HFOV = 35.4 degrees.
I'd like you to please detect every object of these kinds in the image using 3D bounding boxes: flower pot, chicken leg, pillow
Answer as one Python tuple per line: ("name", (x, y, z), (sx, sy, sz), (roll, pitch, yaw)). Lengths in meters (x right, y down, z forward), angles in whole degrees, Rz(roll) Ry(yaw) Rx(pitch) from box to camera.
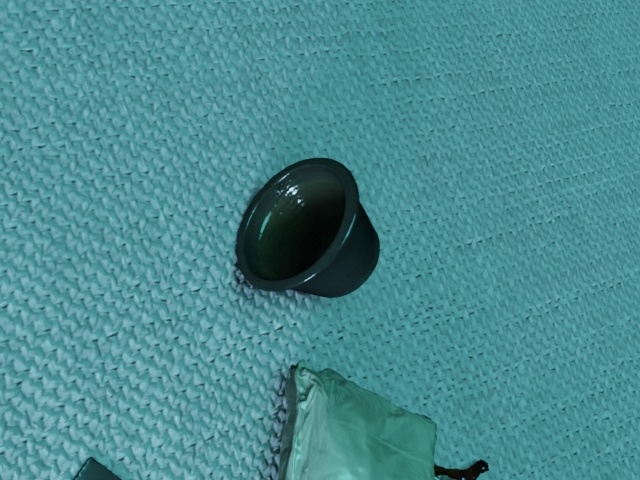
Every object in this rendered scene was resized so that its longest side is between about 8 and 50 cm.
("flower pot", (0.000, 0.000, 1.604), (0.148, 0.235, 0.235), (36, 52, -44))
("chicken leg", (0.205, 0.396, 1.680), (0.205, 0.053, 0.093), (22, 46, -32))
("pillow", (0.066, 0.358, 1.519), (0.283, 0.138, 0.309), (23, 49, -23))

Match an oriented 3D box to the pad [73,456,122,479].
("pad", (-0.250, 0.460, 1.349), (0.300, 0.005, 0.202), (42, 53, -15))
